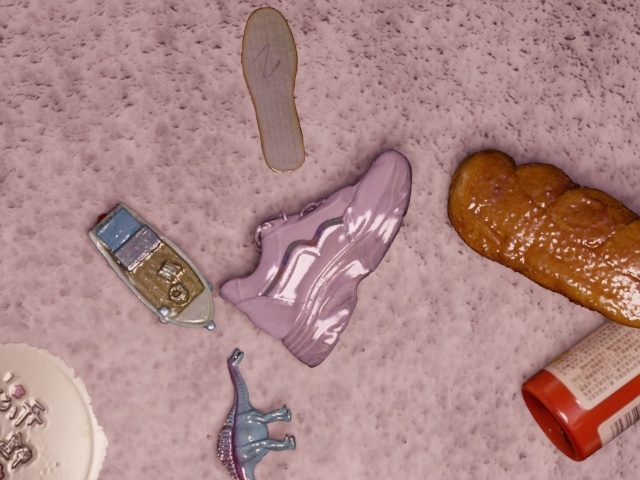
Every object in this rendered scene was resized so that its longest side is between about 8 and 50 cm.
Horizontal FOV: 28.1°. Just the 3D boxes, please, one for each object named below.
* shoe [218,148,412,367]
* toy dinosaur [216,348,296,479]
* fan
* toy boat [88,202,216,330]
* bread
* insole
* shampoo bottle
[{"bbox_3d":[0.000,0.000,1.355,0.137,0.095,0.245,29,88,-5],"label":"shoe"},{"bbox_3d":[-0.069,0.210,1.350,0.080,0.045,0.197,-7,77,6],"label":"toy dinosaur"},{"bbox_3d":[-0.404,0.280,1.318,0.233,0.012,0.415,42,78,0],"label":"fan"},{"bbox_3d":[-0.173,0.032,1.348,0.069,0.059,0.173,-43,90,-9],"label":"toy boat"},{"bbox_3d":[0.287,0.010,1.343,0.344,0.084,0.124,27,88,20],"label":"bread"},{"bbox_3d":[-0.051,-0.167,1.412,0.064,0.004,0.188,-8,84,-6],"label":"insole"},{"bbox_3d":[0.355,0.117,1.376,0.278,0.104,0.104,-34,88,-9],"label":"shampoo bottle"}]
